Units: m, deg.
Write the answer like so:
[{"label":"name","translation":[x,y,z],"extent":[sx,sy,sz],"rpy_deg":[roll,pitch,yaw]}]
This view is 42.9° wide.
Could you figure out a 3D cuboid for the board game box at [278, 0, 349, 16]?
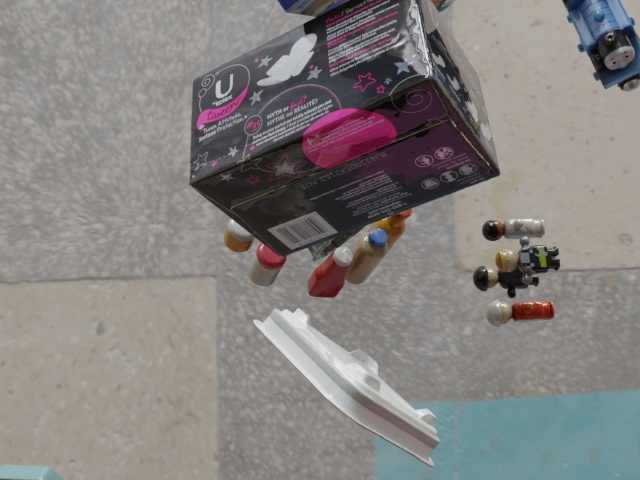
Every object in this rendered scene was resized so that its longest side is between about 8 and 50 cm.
[{"label":"board game box","translation":[0.118,-0.350,0.778],"extent":[0.347,0.233,0.078],"rpy_deg":[-34,88,24]}]

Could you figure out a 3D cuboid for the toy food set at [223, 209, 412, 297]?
[{"label":"toy food set","translation":[0.000,0.000,1.036],"extent":[0.232,0.104,0.111],"rpy_deg":[7,58,-17]}]

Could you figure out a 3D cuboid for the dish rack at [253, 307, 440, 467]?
[{"label":"dish rack","translation":[0.059,0.232,1.352],"extent":[0.072,0.285,0.333],"rpy_deg":[-50,137,0]}]

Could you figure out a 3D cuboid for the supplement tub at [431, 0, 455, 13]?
[{"label":"supplement tub","translation":[0.146,-0.444,1.087],"extent":[0.207,0.338,0.207],"rpy_deg":[12,59,-20]}]

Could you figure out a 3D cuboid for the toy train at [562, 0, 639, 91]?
[{"label":"toy train","translation":[0.362,-0.279,1.048],"extent":[0.080,0.105,0.184],"rpy_deg":[-26,64,24]}]

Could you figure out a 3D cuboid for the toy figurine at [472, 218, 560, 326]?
[{"label":"toy figurine","translation":[0.420,0.063,1.771],"extent":[0.148,0.213,0.210],"rpy_deg":[-3,124,1]}]

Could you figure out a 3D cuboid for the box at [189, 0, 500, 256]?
[{"label":"box","translation":[0.021,-0.111,0.782],"extent":[0.247,0.163,0.142],"rpy_deg":[-20,53,24]}]

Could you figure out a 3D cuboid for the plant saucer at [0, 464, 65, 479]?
[{"label":"plant saucer","translation":[-0.177,0.233,0.635],"extent":[0.192,0.067,0.018],"rpy_deg":[59,39,-32]}]

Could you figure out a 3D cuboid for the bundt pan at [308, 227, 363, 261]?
[{"label":"bundt pan","translation":[0.077,-0.112,1.535],"extent":[0.330,0.331,0.124],"rpy_deg":[-39,84,-9]}]
